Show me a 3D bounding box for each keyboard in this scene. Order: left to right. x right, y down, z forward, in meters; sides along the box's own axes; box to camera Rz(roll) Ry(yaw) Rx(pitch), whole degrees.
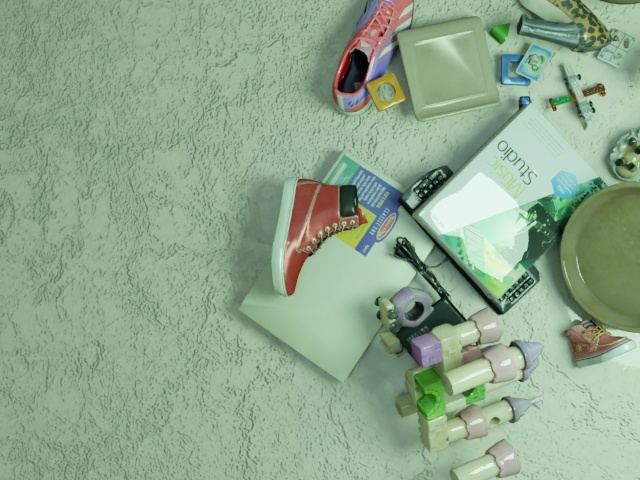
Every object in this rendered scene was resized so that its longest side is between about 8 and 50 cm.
[{"bbox_3d":[0.272,0.022,1.615,0.201,0.033,0.317,-42,93,0],"label":"keyboard"}]

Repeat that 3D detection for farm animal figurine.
[{"bbox_3d":[0.756,-0.228,1.528,0.330,0.172,0.327,23,108,24],"label":"farm animal figurine"}]

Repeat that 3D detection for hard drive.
[{"bbox_3d":[0.228,0.185,1.622,0.135,0.022,0.094,-39,96,21],"label":"hard drive"}]

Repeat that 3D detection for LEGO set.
[{"bbox_3d":[0.502,-0.345,1.651,0.182,0.060,0.244,29,79,11],"label":"LEGO set"}]

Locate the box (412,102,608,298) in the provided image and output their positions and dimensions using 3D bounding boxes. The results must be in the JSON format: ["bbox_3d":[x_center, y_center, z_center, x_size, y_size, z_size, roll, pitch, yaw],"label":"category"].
[{"bbox_3d":[0.372,-0.077,1.585,0.322,0.058,0.232,-45,94,-4],"label":"box"}]

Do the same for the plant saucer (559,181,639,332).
[{"bbox_3d":[0.578,0.030,1.481,0.277,0.041,0.278,7,101,38],"label":"plant saucer"}]

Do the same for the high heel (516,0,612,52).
[{"bbox_3d":[0.499,-0.494,1.634,0.186,0.093,0.261,13,65,-1],"label":"high heel"}]

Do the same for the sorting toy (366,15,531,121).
[{"bbox_3d":[0.259,-0.350,1.667,0.347,0.047,0.196,-13,87,-6],"label":"sorting toy"}]

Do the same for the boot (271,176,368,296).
[{"bbox_3d":[0.000,0.000,1.625,0.176,0.088,0.244,8,83,9],"label":"boot"}]

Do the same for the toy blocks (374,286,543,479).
[{"bbox_3d":[0.296,0.244,1.527,0.260,0.309,0.289,-18,120,-16],"label":"toy blocks"}]

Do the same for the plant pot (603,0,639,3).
[{"bbox_3d":[0.595,-0.578,1.573,0.284,0.191,0.284,-1,85,10],"label":"plant pot"}]

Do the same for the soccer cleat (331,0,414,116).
[{"bbox_3d":[0.109,-0.415,1.678,0.108,0.116,0.318,23,89,11],"label":"soccer cleat"}]

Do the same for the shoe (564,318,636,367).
[{"bbox_3d":[0.522,0.187,1.530,0.063,0.178,0.081,-19,78,-15],"label":"shoe"}]

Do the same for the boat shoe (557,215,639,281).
[{"bbox_3d":[0.650,-0.008,1.547,0.367,0.156,0.136,-13,87,37],"label":"boat shoe"}]

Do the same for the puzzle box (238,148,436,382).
[{"bbox_3d":[0.052,0.051,1.679,0.272,0.052,0.409,34,91,11],"label":"puzzle box"}]
